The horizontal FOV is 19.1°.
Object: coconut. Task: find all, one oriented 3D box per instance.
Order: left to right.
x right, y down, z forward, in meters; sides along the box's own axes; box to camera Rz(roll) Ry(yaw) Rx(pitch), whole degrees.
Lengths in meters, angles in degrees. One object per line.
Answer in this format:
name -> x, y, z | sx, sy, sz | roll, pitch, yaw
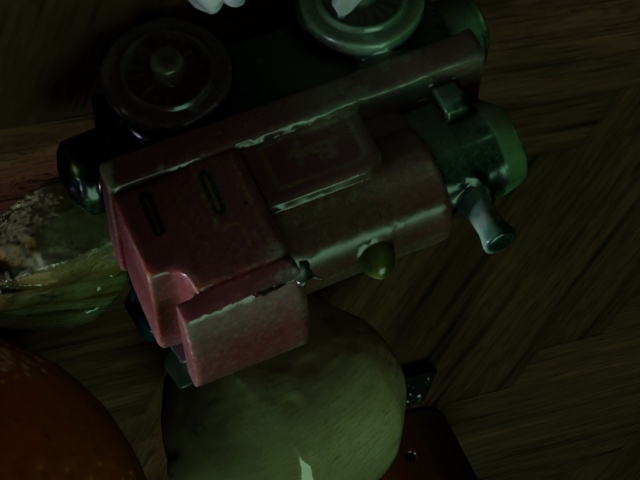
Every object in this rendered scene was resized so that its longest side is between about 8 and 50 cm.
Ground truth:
coconut -> -0.043, 0.148, 1.628 | 0.224, 0.224, 0.224 | -21, 155, -11

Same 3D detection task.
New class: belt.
belt -> 0.023, 0.321, 2.124 | 0.339, 0.122, 0.217 | -39, 150, 22

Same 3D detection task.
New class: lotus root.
lotus root -> -0.199, 0.008, 1.358 | 0.144, 0.070, 0.143 | -9, 155, -43

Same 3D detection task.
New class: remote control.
remote control -> 0.007, 0.169, 1.917 | 0.245, 0.025, 0.063 | -13, 151, -26

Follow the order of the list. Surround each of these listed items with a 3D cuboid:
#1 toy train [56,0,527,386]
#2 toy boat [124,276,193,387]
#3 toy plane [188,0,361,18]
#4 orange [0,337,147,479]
toy train -> -0.008, -0.054, 1.238 | 0.304, 0.221, 0.150 | -22, 153, -11
toy boat -> 0.000, 0.000, 1.437 | 0.299, 0.092, 0.134 | -30, 165, -17
toy plane -> 0.014, -0.219, 1.076 | 0.245, 0.117, 0.244 | -32, 149, -22
orange -> -0.328, 0.248, 1.392 | 0.424, 0.326, 0.424 | -30, 147, -22
